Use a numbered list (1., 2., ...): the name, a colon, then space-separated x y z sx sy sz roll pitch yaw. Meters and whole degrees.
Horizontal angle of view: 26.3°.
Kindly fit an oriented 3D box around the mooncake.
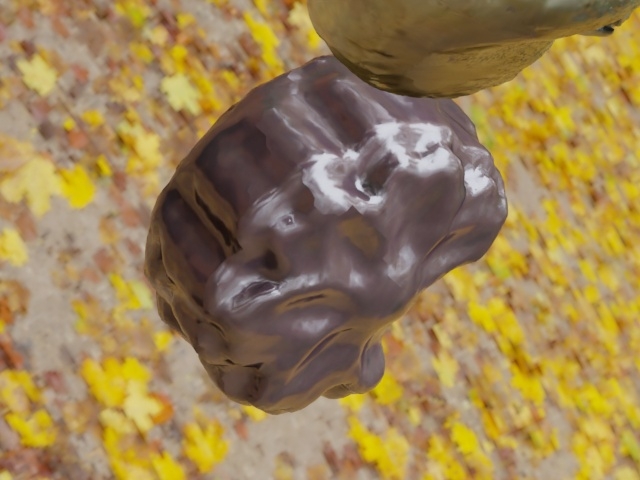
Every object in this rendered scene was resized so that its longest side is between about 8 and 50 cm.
1. mooncake: 0.000 0.000 1.399 0.350 0.381 0.212 9 30 -45

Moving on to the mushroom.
1. mushroom: 0.109 -0.169 0.924 0.247 0.344 0.130 17 80 -21
